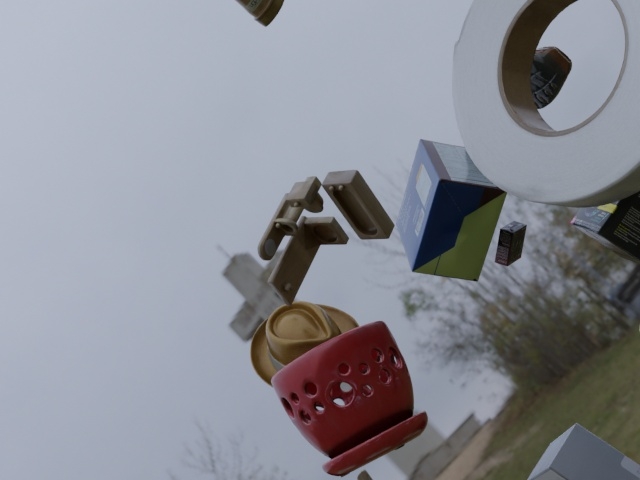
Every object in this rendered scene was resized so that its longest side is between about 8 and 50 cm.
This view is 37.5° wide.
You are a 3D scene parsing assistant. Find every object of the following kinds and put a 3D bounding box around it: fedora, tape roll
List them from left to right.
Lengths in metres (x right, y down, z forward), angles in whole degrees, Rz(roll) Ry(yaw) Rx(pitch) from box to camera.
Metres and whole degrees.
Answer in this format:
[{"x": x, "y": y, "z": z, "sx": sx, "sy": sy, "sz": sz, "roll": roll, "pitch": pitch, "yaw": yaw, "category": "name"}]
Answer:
[{"x": -0.027, "y": 0.156, "z": 1.513, "sx": 0.194, "sy": 0.194, "sz": 0.079, "roll": -38, "pitch": -40, "yaw": -19, "category": "fedora"}, {"x": 0.337, "y": -0.237, "z": 1.254, "sx": 0.072, "sy": 0.392, "sz": 0.392, "roll": 4, "pitch": -50, "yaw": -40, "category": "tape roll"}]

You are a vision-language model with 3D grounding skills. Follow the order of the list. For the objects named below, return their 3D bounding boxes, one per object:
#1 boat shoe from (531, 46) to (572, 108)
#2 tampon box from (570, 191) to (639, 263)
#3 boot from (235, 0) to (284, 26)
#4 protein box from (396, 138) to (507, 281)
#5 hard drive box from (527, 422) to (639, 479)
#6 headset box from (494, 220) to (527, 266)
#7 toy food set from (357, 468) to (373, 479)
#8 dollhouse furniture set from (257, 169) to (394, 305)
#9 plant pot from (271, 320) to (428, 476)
[{"x": 0.429, "y": -0.337, "z": 1.929, "sx": 0.120, "sy": 0.122, "sz": 0.324, "roll": -45, "pitch": 3, "yaw": -12, "category": "boat shoe"}, {"x": 0.468, "y": -0.059, "z": 1.379, "sx": 0.161, "sy": 0.101, "sz": 0.120, "roll": -58, "pitch": 8, "yaw": 4, "category": "tampon box"}, {"x": -0.183, "y": -0.503, "z": 1.620, "sx": 0.089, "sy": 0.269, "sz": 0.236, "roll": -49, "pitch": 24, "yaw": 20, "category": "boot"}, {"x": 0.248, "y": -0.061, "z": 1.828, "sx": 0.201, "sy": 0.136, "sz": 0.200, "roll": -100, "pitch": 21, "yaw": -62, "category": "protein box"}, {"x": 0.459, "y": 0.409, "z": 1.572, "sx": 0.089, "sy": 0.181, "sz": 0.232, "roll": -53, "pitch": -13, "yaw": -14, "category": "hard drive box"}, {"x": 0.382, "y": 0.010, "z": 1.895, "sx": 0.062, "sy": 0.032, "sz": 0.083, "roll": -23, "pitch": -55, "yaw": -48, "category": "headset box"}, {"x": 0.038, "y": 0.477, "z": 1.587, "sx": 0.218, "sy": 0.128, "sz": 0.071, "roll": -42, "pitch": 2, "yaw": 16, "category": "toy food set"}, {"x": 0.000, "y": 0.000, "z": 1.290, "sx": 0.144, "sy": 0.151, "sz": 0.123, "roll": 53, "pitch": -129, "yaw": -37, "category": "dollhouse furniture set"}, {"x": 0.048, "y": 0.233, "z": 1.361, "sx": 0.191, "sy": 0.174, "sz": 0.191, "roll": -27, "pitch": -11, "yaw": -6, "category": "plant pot"}]
